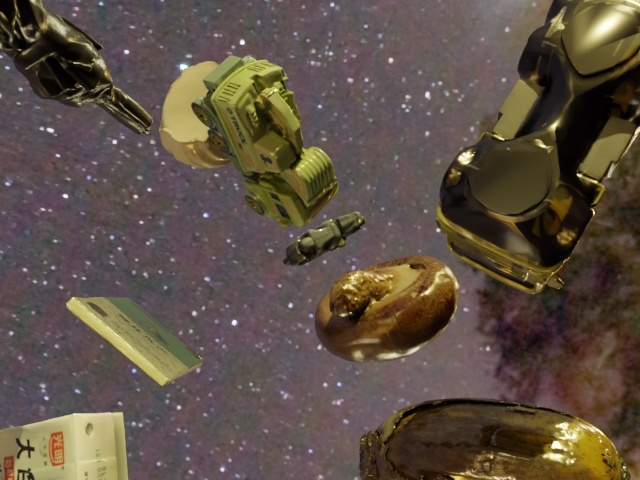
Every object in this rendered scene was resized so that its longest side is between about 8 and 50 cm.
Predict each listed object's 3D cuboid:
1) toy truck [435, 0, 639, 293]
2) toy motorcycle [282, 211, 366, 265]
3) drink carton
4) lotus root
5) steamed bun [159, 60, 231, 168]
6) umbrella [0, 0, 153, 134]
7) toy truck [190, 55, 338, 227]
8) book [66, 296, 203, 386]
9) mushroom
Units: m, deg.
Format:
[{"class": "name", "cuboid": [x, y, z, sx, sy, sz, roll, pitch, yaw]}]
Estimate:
[{"class": "toy truck", "cuboid": [0.314, -0.128, 0.886, 0.405, 0.181, 0.254, -56, -22, -12]}, {"class": "toy motorcycle", "cuboid": [0.000, 0.000, 1.316, 0.061, 0.193, 0.124, 63, -168, 7]}, {"class": "drink carton", "cuboid": [-0.400, 0.307, 0.854, 0.106, 0.315, 0.130, 28, -130, -66]}, {"class": "lotus root", "cuboid": [0.241, 0.336, 1.000, 0.196, 0.398, 0.179, -70, -29, -44]}, {"class": "steamed bun", "cuboid": [-0.175, -0.201, 1.121, 0.182, 0.183, 0.106, -68, -25, -9]}, {"class": "umbrella", "cuboid": [-0.292, -0.208, 0.730, 0.340, 0.118, 0.118, 39, -109, -59]}, {"class": "toy truck", "cuboid": [-0.044, -0.098, 0.705, 0.085, 0.116, 0.191, -45, -46, -20]}, {"class": "book", "cuboid": [-0.402, 0.218, 1.527, 0.031, 0.264, 0.379, -50, -3, -3]}, {"class": "mushroom", "cuboid": [0.147, 0.154, 1.559, 0.345, 0.345, 0.239, -25, -57, -50]}]
